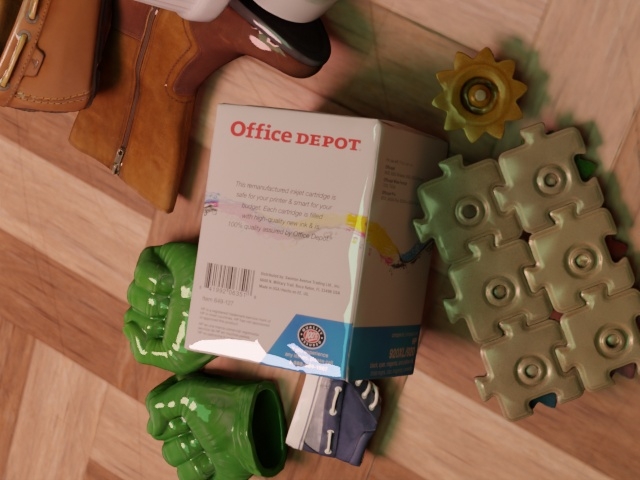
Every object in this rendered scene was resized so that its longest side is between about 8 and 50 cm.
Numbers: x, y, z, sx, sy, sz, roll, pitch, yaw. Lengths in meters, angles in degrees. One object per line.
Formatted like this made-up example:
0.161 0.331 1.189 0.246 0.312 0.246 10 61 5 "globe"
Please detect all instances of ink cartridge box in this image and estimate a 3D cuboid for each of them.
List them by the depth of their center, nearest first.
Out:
0.000 0.000 1.370 0.171 0.168 0.233 10 92 26 "ink cartridge box"

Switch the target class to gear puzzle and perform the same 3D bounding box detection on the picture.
0.179 -0.012 1.348 0.175 0.044 0.339 -21 96 4 "gear puzzle"

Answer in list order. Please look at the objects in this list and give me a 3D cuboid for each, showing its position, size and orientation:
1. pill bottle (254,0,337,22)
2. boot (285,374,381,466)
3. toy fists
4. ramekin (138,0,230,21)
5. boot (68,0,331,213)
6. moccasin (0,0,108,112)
0.039 -0.324 1.275 0.278 0.162 0.162 -40 85 36 "pill bottle"
0.029 0.140 1.509 0.086 0.069 0.190 17 114 3 "boot"
-0.134 0.138 1.577 0.142 0.096 0.279 -3 106 32 "toy fists"
-0.141 -0.329 1.266 0.273 0.127 0.273 -176 90 -70 "ramekin"
-0.132 -0.145 1.479 0.264 0.096 0.280 31 120 17 "boot"
-0.279 -0.317 1.451 0.139 0.147 0.380 44 126 56 "moccasin"
